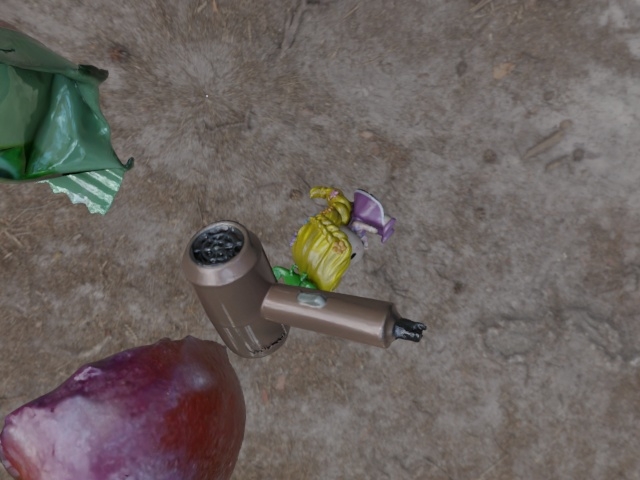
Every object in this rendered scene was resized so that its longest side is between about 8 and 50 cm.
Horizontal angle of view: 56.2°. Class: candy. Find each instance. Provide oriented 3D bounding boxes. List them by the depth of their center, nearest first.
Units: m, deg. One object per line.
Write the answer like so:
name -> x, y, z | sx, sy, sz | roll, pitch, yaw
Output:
candy -> -0.374, -0.157, 0.573 | 0.263, 0.398, 0.171 | 25, 89, 11

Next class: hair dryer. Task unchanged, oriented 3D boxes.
hair dryer -> -0.010, 0.048, 0.459 | 0.182, 0.064, 0.117 | 8, 141, 20

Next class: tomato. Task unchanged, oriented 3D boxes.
tomato -> -0.195, 0.265, 0.713 | 0.290, 0.176, 0.334 | -27, 146, -27

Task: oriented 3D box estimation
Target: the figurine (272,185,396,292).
figurine -> 0.000, 0.000, 0.721 | 0.115, 0.094, 0.156 | 37, 75, 24
